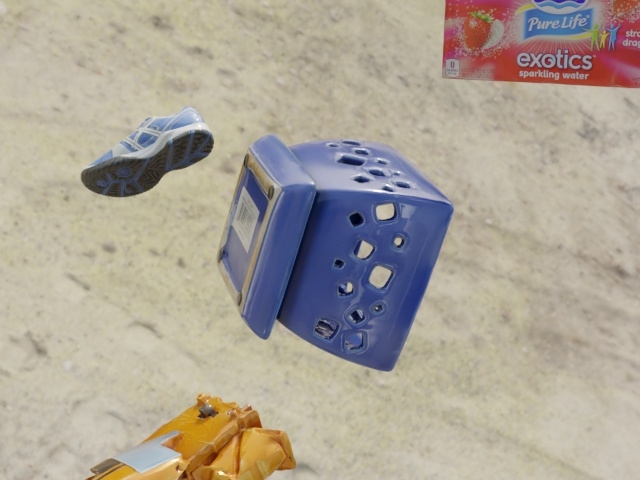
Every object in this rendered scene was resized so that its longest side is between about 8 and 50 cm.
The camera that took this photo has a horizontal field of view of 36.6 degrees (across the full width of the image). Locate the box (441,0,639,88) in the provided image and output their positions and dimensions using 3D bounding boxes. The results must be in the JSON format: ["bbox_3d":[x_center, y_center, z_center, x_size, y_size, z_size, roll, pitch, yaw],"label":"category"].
[{"bbox_3d":[0.273,-0.244,1.079,0.256,0.128,0.122,7,20,21],"label":"box"}]

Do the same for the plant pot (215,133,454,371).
[{"bbox_3d":[0.000,0.000,1.214,0.212,0.236,0.236,10,20,-21],"label":"plant pot"}]

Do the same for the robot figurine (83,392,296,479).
[{"bbox_3d":[-0.116,0.215,0.457,0.085,0.211,0.291,3,32,45],"label":"robot figurine"}]

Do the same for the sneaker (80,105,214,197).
[{"bbox_3d":[-0.263,-0.132,1.459,0.211,0.080,0.081,-22,52,2],"label":"sneaker"}]
